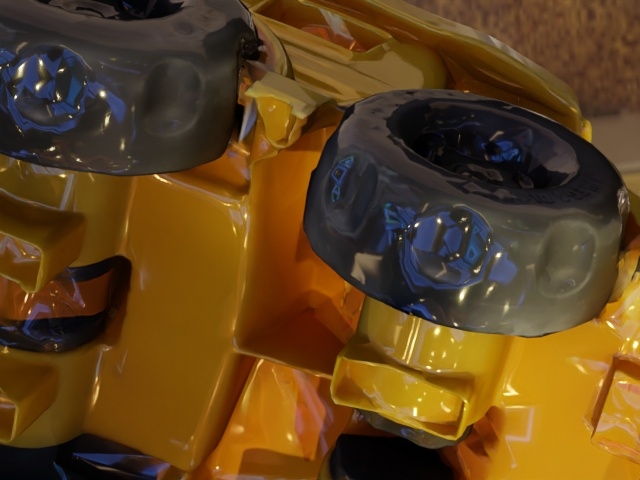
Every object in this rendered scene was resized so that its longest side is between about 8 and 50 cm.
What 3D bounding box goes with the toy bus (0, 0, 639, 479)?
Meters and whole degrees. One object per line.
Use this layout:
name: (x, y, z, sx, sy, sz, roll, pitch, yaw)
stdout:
toy bus: (0.000, 0.000, 0.497, 0.220, 0.211, 0.149, 22, 118, 15)
